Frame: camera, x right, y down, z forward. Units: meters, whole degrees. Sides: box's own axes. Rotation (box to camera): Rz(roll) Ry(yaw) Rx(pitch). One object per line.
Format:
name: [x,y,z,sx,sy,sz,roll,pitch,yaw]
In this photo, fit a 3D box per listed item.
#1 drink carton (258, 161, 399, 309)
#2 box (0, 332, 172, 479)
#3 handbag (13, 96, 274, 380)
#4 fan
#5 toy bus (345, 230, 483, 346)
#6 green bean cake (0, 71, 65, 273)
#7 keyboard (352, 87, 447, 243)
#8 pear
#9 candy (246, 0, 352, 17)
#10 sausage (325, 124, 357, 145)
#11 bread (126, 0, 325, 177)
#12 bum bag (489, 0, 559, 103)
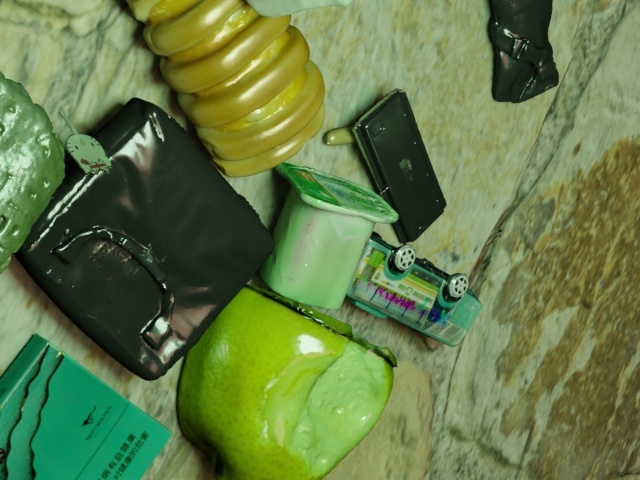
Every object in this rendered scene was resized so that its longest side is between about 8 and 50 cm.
drink carton: [0.000,0.000,1.561,0.144,0.146,0.142,14,106,-24]
box: [-0.296,0.232,1.454,0.161,0.042,0.226,-55,130,-13]
handbag: [-0.203,0.001,1.430,0.244,0.088,0.275,-51,130,-15]
fan: [-0.252,-0.103,1.315,0.083,0.004,0.056,57,28,7]
toy bus: [0.114,0.060,1.709,0.262,0.091,0.109,27,93,-39]
green bean cake: [-0.384,-0.071,1.240,0.222,0.125,0.227,41,72,-40]
keyboard: [0.107,-0.094,1.672,0.094,0.025,0.230,-42,135,-17]
pear: [-0.049,0.208,1.573,0.292,0.159,0.292,-16,117,-34]
candy: [-0.011,-0.419,1.338,0.208,0.145,0.358,51,49,-34]
sausage: [0.058,-0.142,1.638,0.132,0.024,0.024,-12,111,-36]
bread: [-0.103,-0.222,1.418,0.173,0.121,0.311,-43,124,-21]
bum bag: [0.287,-0.308,1.750,0.123,0.060,0.248,-29,121,-30]
